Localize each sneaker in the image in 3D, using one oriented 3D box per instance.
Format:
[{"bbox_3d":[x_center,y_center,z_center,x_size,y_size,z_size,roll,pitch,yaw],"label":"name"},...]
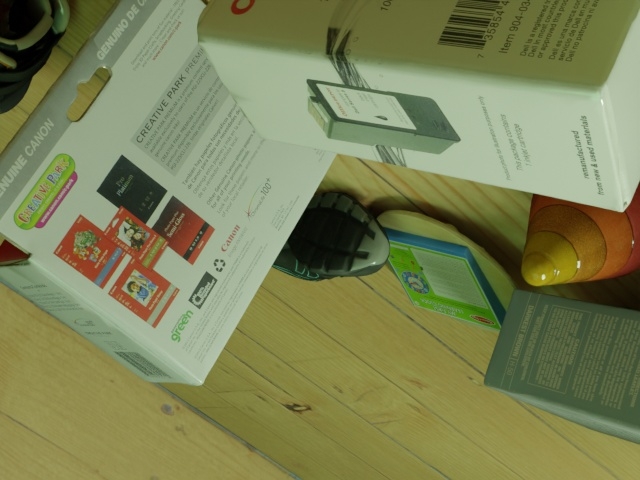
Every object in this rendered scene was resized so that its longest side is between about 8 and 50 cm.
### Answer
[{"bbox_3d":[-0.350,-0.220,1.107,0.127,0.126,0.321,32,156,9],"label":"sneaker"},{"bbox_3d":[0.000,0.000,1.221,0.106,0.101,0.267,33,167,-38],"label":"sneaker"}]

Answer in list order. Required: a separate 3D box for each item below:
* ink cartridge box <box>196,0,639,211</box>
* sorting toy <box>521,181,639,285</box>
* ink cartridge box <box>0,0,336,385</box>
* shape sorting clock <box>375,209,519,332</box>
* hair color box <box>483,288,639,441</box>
[{"bbox_3d":[0.089,-0.152,0.647,0.273,0.198,0.114,15,154,32],"label":"ink cartridge box"},{"bbox_3d":[0.306,0.021,0.797,0.366,0.126,0.127,10,121,38],"label":"sorting toy"},{"bbox_3d":[-0.165,-0.063,0.982,0.272,0.309,0.130,42,154,-25],"label":"ink cartridge box"},{"bbox_3d":[0.146,0.036,1.164,0.206,0.040,0.206,33,155,18],"label":"shape sorting clock"},{"bbox_3d":[0.358,0.148,0.952,0.185,0.113,0.374,25,171,-35],"label":"hair color box"}]
